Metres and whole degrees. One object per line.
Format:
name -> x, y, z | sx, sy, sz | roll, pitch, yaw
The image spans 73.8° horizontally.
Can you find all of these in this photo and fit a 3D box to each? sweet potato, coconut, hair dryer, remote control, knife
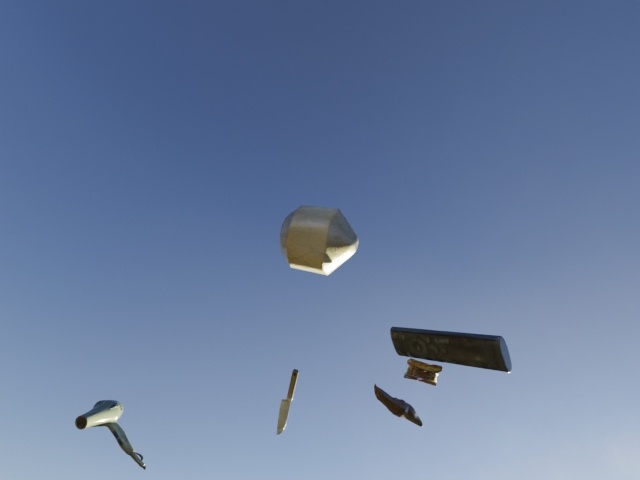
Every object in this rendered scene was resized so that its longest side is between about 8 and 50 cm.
sweet potato -> 0.284, 0.614, 1.577 | 0.273, 0.067, 0.067 | 41, -48, -20
coconut -> 0.000, 0.000, 1.251 | 0.221, 0.202, 0.202 | 8, -46, 15
hair dryer -> -0.515, 0.479, 1.039 | 0.199, 0.067, 0.167 | 50, -3, 24
remote control -> 0.364, 0.314, 1.254 | 0.377, 0.044, 0.107 | -8, -79, 51
knife -> -0.145, 0.685, 1.804 | 0.047, 0.017, 0.298 | 13, -86, 2

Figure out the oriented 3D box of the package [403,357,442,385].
package -> 0.323, 0.419, 1.354 | 0.107, 0.031, 0.121 | 12, -40, 14
